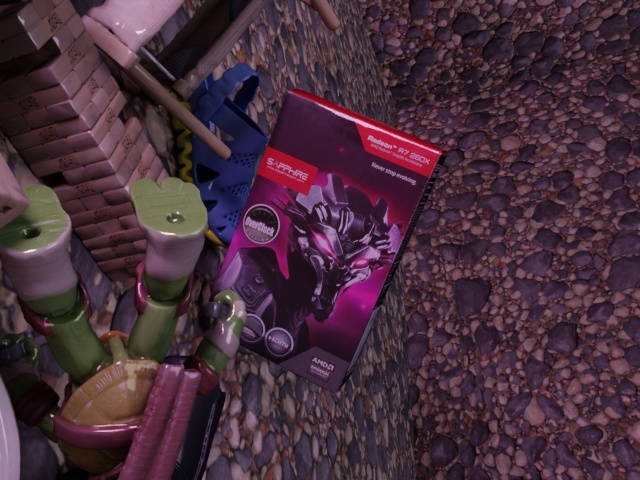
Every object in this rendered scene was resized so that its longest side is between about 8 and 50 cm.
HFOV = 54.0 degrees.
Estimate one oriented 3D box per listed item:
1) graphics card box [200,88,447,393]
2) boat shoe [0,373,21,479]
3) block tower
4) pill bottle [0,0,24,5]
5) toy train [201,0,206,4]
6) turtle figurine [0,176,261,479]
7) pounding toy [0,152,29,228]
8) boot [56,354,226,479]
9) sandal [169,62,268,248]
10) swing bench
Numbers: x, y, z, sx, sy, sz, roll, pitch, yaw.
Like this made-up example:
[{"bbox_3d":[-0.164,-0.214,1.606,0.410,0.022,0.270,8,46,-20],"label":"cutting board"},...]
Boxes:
[{"bbox_3d":[0.000,0.000,0.898,0.371,0.232,0.094,-67,168,12],"label":"graphics card box"},{"bbox_3d":[-0.264,0.187,0.409,0.096,0.098,0.277,6,75,-74],"label":"boat shoe"},{"bbox_3d":[-0.246,-0.099,0.664,0.097,0.090,0.336,-80,154,-48],"label":"block tower"},{"bbox_3d":[-0.282,-0.233,0.498,0.169,0.094,0.094,-30,112,-38],"label":"pill bottle"},{"bbox_3d":[-0.202,-0.434,1.139,0.083,0.023,0.017,53,30,-56],"label":"toy train"},{"bbox_3d":[-0.167,0.061,0.512,0.275,0.197,0.266,-68,170,-52],"label":"turtle figurine"},{"bbox_3d":[-0.277,0.005,0.347,0.181,0.206,0.094,54,2,14],"label":"pounding toy"},{"bbox_3d":[-0.181,0.213,0.669,0.246,0.094,0.207,68,22,-52],"label":"boot"},{"bbox_3d":[-0.143,-0.142,0.960,0.126,0.138,0.318,-41,120,-73],"label":"sandal"},{"bbox_3d":[-0.139,-0.283,0.771,0.165,0.253,0.255,40,-3,24],"label":"swing bench"}]
